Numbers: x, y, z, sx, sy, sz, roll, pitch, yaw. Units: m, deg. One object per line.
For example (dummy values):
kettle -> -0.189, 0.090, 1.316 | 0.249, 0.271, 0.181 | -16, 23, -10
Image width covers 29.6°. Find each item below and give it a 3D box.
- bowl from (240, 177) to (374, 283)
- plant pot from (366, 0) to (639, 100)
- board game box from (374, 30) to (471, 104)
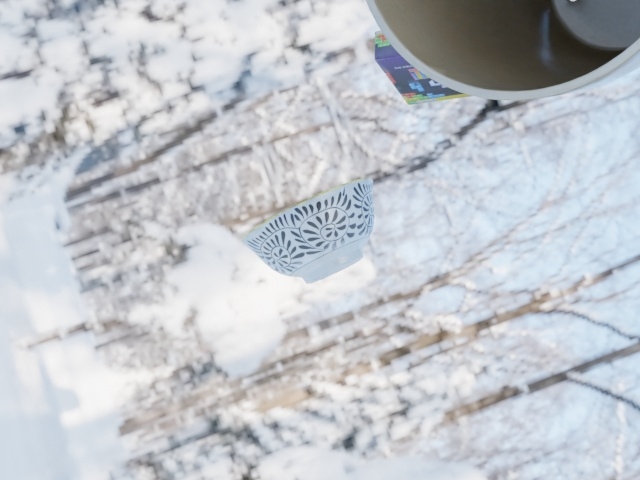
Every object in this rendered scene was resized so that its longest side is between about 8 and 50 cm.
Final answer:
bowl -> 0.000, 0.000, 1.406 | 0.080, 0.170, 0.170 | 65, -11, 7
plant pot -> 0.202, -0.225, 0.946 | 0.274, 0.256, 0.256 | -1, 67, -61
board game box -> 0.175, -0.242, 1.627 | 0.141, 0.170, 0.048 | 39, 50, -59
